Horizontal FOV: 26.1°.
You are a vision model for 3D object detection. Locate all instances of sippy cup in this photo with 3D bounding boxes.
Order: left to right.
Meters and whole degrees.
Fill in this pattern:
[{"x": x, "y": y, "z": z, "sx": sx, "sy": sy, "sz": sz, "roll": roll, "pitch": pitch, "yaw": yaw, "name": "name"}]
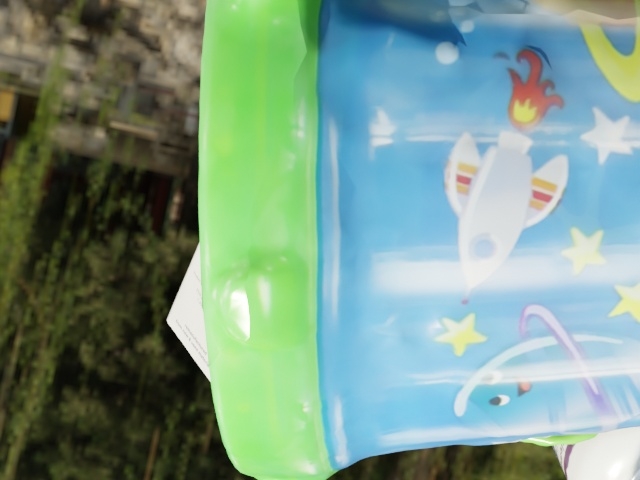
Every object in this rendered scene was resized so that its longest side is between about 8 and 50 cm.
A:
[{"x": 0.086, "y": -0.028, "z": 0.491, "sx": 0.224, "sy": 0.240, "sz": 0.305, "roll": 2, "pitch": 180, "yaw": 5, "name": "sippy cup"}]

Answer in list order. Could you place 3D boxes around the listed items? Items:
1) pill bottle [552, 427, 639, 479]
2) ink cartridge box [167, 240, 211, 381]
[{"x": 0.257, "y": 0.125, "z": 1.086, "sx": 0.169, "sy": 0.169, "sz": 0.301, "roll": 12, "pitch": -146, "yaw": -24, "name": "pill bottle"}, {"x": 0.000, "y": 0.000, "z": 0.978, "sx": 0.148, "sy": 0.203, "sz": 0.086, "roll": -2, "pitch": -141, "yaw": -41, "name": "ink cartridge box"}]
